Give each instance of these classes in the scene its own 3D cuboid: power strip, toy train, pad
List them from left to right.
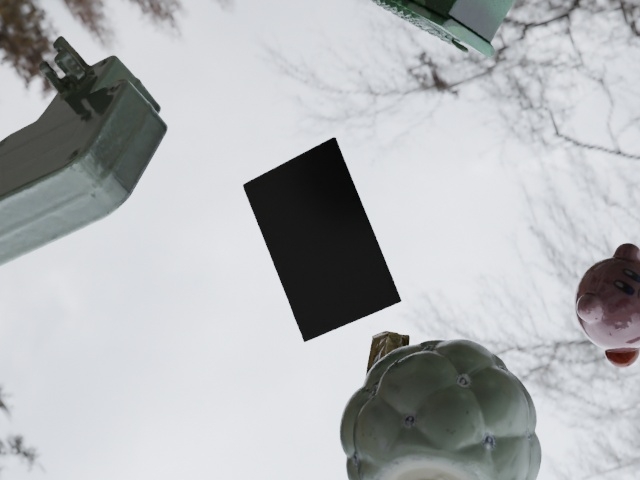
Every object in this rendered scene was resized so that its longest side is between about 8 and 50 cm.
[{"bbox_3d":[-0.291,-0.118,1.205,0.230,0.141,0.261,-20,-148,31],"label":"power strip"},{"bbox_3d":[0.000,0.000,1.485,0.170,0.245,0.006,-26,171,28],"label":"pad"},{"bbox_3d":[0.174,-0.398,1.510,0.266,0.145,0.201,38,-77,41],"label":"toy train"}]

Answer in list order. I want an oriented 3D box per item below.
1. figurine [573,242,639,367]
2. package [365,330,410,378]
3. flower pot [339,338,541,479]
[{"bbox_3d":[0.525,0.108,1.876,0.173,0.173,0.173,-20,-154,10],"label":"figurine"},{"bbox_3d":[0.098,0.206,1.642,0.071,0.047,0.131,144,-40,-63],"label":"package"},{"bbox_3d":[0.145,0.244,1.299,0.246,0.246,0.195,-14,-151,21],"label":"flower pot"}]
